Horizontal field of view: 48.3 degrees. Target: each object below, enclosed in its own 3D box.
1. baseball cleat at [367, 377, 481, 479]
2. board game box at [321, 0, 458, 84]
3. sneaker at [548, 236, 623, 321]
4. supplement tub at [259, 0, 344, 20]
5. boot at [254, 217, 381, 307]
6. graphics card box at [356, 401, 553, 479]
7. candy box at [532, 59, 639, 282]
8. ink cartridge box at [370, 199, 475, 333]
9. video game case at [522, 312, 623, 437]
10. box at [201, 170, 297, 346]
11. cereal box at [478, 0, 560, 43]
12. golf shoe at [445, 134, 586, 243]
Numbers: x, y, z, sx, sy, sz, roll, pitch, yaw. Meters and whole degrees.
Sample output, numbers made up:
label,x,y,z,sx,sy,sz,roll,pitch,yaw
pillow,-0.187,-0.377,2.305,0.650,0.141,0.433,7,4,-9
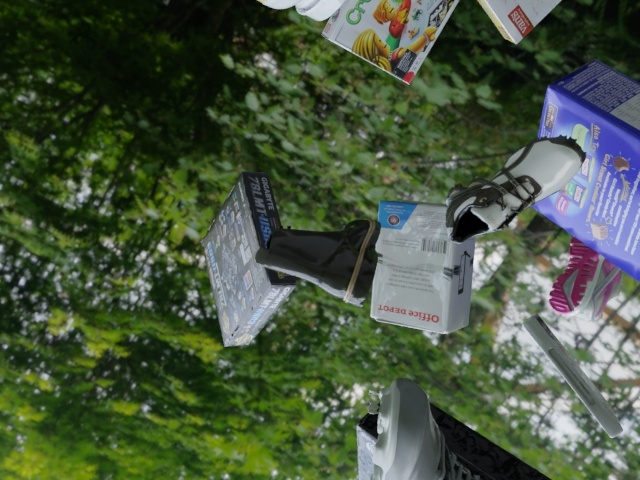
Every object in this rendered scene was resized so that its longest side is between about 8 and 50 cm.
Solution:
label,x,y,z,sx,sy,sz,roll,pitch,yaw
baseball cleat,0.084,0.159,0.478,0.109,0.206,0.072,5,-130,9
board game box,0.159,-0.462,1.292,0.192,0.305,0.053,21,-160,-28
sneaker,0.571,0.058,1.475,0.111,0.252,0.103,33,173,-29
supplement tub,-0.096,-0.493,1.044,0.331,0.241,0.241,23,-164,-25
boot,0.000,0.000,0.889,0.136,0.077,0.198,19,-163,-3
graphics card box,0.158,0.380,0.890,0.232,0.371,0.094,28,-132,36
candy box,0.495,-0.090,1.122,0.317,0.122,0.268,45,157,34
ink cartridge box,0.172,0.039,1.187,0.148,0.203,0.085,8,-172,35
video game case,0.339,0.175,0.972,0.173,0.022,0.190,55,-168,14
box,-0.171,0.046,1.613,0.073,0.293,0.296,1,-124,-29
cereal box,0.377,-0.488,1.239,0.173,0.240,0.047,38,-170,-34
golf shoe,0.237,-0.053,0.880,0.077,0.198,0.094,41,-137,-16
